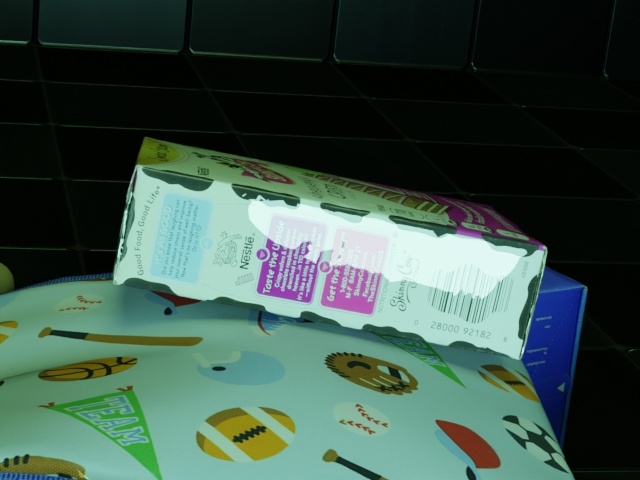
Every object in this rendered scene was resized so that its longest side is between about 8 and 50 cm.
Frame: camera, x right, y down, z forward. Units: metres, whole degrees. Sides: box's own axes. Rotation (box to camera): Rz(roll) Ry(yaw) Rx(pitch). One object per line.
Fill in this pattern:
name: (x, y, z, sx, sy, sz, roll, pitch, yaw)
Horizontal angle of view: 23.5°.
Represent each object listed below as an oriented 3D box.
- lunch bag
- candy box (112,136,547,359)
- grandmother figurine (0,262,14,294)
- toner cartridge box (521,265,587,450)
lunch bag: (-0.077, 0.159, 0.822, 0.385, 0.239, 0.328, 14, 14, -8)
candy box: (0.000, 0.000, 0.910, 0.233, 0.071, 0.159, 10, 9, -7)
grandmother figurine: (-0.253, 0.100, 1.164, 0.208, 0.104, 0.342, -13, 22, -26)
toner cartridge box: (0.030, 0.114, 1.106, 0.348, 0.165, 0.075, -5, 21, -33)
